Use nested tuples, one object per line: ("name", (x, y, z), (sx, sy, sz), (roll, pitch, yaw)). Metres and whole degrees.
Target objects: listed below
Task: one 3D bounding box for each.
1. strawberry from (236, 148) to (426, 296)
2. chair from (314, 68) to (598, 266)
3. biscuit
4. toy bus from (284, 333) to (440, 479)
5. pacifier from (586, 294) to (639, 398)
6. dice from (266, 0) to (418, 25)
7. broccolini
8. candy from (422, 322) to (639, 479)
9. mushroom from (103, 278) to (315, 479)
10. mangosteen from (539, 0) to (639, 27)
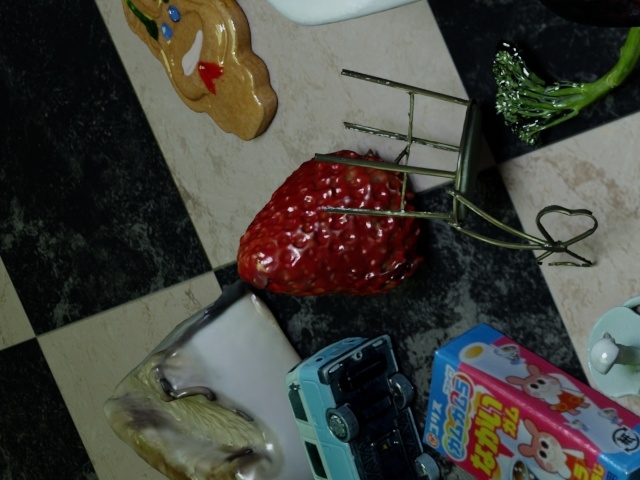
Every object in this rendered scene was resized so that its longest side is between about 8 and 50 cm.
("strawberry", (0.000, 0.000, 1.850), (0.205, 0.244, 0.205), (29, 133, 37))
("chair", (0.166, -0.081, 1.691), (0.325, 0.170, 0.160), (9, 153, 10))
("biscuit", (-0.178, -0.286, 2.064), (0.334, 0.047, 0.202), (53, 141, 13))
("toy bus", (0.048, 0.269, 2.039), (0.164, 0.133, 0.271), (2, 114, 54))
("pacifier", (0.346, 0.121, 1.620), (0.150, 0.116, 0.127), (18, 98, 48))
("dice", (0.068, -0.401, 1.493), (0.277, 0.304, 0.304), (-3, 108, 51))
("broccolini", (0.267, -0.201, 1.570), (0.123, 0.062, 0.271), (47, 147, -2))
("candy", (0.271, 0.245, 1.788), (0.305, 0.100, 0.157), (33, 133, 36))
("mushroom", (-0.169, 0.270, 2.267), (0.314, 0.224, 0.397), (51, 150, -6))
("mangosteen", (0.287, -0.352, 1.340), (0.275, 0.274, 0.302), (129, 145, -50))
